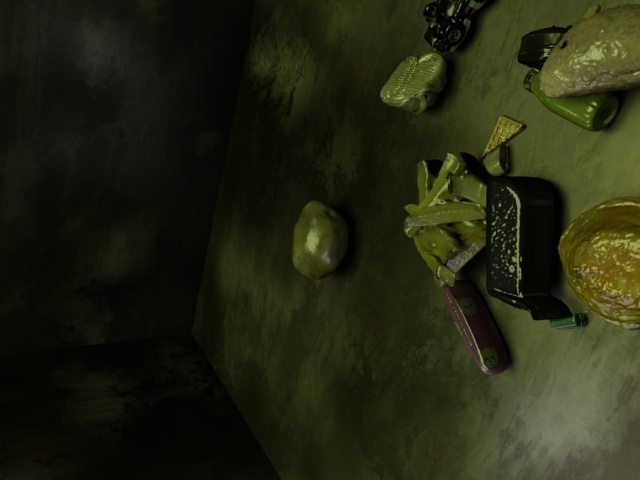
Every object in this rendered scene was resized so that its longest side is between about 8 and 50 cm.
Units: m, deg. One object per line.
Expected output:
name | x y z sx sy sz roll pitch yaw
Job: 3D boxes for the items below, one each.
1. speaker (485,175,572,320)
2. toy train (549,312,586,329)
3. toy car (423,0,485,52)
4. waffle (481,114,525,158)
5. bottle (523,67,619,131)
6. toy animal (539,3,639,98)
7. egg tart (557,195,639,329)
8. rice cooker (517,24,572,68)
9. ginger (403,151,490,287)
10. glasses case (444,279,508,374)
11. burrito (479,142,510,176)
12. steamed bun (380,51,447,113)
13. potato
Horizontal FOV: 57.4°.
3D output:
speaker | 0.579 0.012 1.613 0.184 0.180 0.388 -175 84 -67
toy train | 0.677 0.224 1.605 0.093 0.056 0.038 -22 69 50
toy car | 0.436 -0.752 1.869 0.301 0.118 0.193 -63 35 35
waffle | 0.557 -0.301 1.790 0.097 0.023 0.152 48 127 45
bottle | 0.658 -0.389 1.564 0.260 0.112 0.112 48 129 43
toy animal | 0.713 -0.463 1.394 0.358 0.188 0.226 -1 51 33
egg tart | 0.736 0.070 1.416 0.351 0.153 0.339 50 134 28
rice cooker | 0.624 -0.527 1.610 0.165 0.112 0.106 1 86 54
ginger | 0.390 -0.069 1.804 0.358 0.211 0.413 -20 85 50
glasses case | 0.485 0.266 1.826 0.076 0.123 0.316 -48 53 44
burrito | 0.507 -0.208 1.832 0.226 0.060 0.087 -41 54 47
steamed bun | 0.340 -0.523 1.999 0.211 0.144 0.218 18 76 46
potato | 0.000 0.000 2.431 0.243 0.221 0.326 -2 79 45
